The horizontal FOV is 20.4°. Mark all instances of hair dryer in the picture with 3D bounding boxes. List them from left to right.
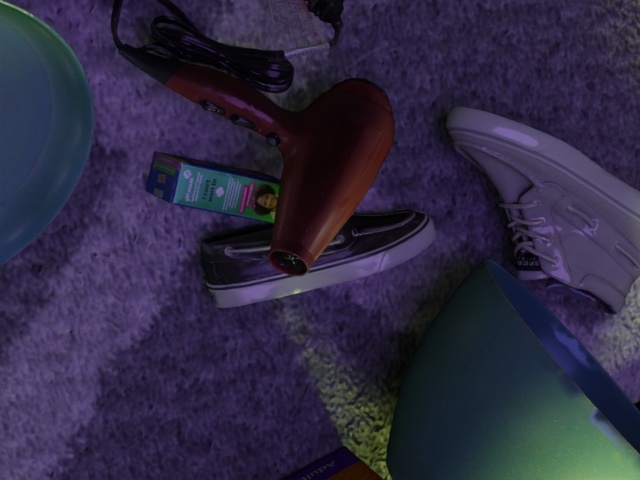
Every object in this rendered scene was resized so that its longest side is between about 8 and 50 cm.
[{"bbox_3d":[-0.047,-0.101,1.526,0.224,0.080,0.293,-13,66,-16],"label":"hair dryer"}]

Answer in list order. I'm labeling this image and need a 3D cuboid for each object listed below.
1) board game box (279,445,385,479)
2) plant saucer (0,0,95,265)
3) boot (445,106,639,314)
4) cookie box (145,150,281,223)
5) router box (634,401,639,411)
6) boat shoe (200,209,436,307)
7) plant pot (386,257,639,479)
[{"bbox_3d":[-0.009,0.459,1.558,0.356,0.356,0.356,-27,109,-13],"label":"board game box"},{"bbox_3d":[-0.339,-0.078,1.429,0.318,0.043,0.317,-19,138,-18],"label":"plant saucer"},{"bbox_3d":[0.209,-0.022,1.668,0.258,0.095,0.123,27,82,-24],"label":"boot"},{"bbox_3d":[-0.089,-0.046,1.563,0.107,0.092,0.040,10,95,-22],"label":"cookie box"},{"bbox_3d":[0.408,0.256,1.811,0.309,0.081,0.243,-34,110,-10],"label":"router box"},{"bbox_3d":[0.000,0.000,1.612,0.219,0.078,0.070,-16,107,-14],"label":"boat shoe"},{"bbox_3d":[0.175,0.187,1.622,0.195,0.290,0.290,-42,112,9],"label":"plant pot"}]
